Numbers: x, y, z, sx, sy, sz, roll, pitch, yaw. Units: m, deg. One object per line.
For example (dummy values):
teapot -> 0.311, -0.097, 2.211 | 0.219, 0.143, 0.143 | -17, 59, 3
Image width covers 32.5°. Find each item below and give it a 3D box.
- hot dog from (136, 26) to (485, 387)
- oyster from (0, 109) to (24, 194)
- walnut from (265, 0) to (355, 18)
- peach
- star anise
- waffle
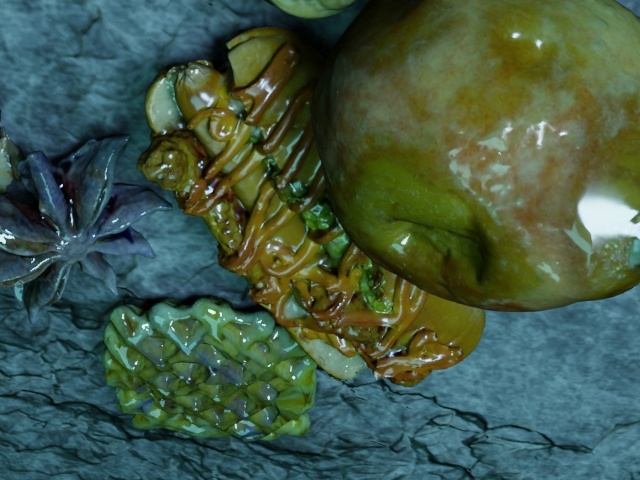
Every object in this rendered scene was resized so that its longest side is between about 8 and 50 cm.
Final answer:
hot dog -> 0.000, 0.000, 0.812 | 0.158, 0.117, 0.349 | -14, 133, 25
oyster -> -0.355, 0.007, 0.885 | 0.221, 0.096, 0.361 | -15, 151, -25
walnut -> -0.010, -0.172, 0.648 | 0.092, 0.092, 0.092 | 6, 139, 5
peach -> 0.111, -0.059, 0.631 | 0.214, 0.235, 0.214 | -20, 128, -28
star anise -> -0.213, -0.009, 0.862 | 0.181, 0.061, 0.204 | -13, 144, -26
waffle -> -0.105, 0.127, 1.025 | 0.204, 0.054, 0.223 | 8, 140, 3
